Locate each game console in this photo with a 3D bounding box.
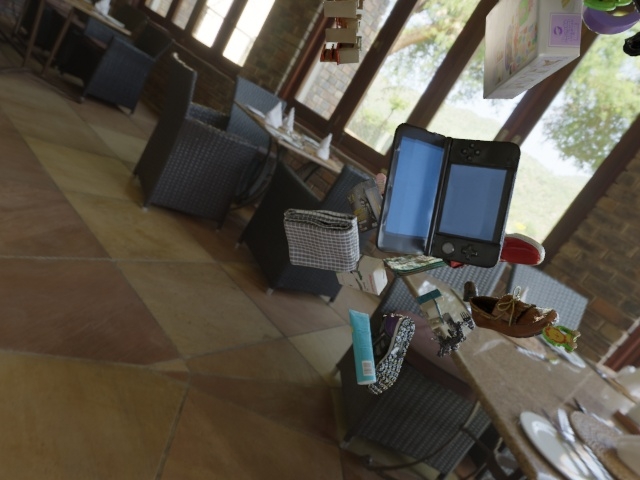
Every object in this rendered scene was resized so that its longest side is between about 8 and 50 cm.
[{"bbox_3d":[0.288,-0.096,0.946,0.250,0.293,0.173,12,7,27],"label":"game console"}]

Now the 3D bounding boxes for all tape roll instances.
[{"bbox_3d":[0.927,-0.751,1.309,0.189,0.189,0.080,35,18,11],"label":"tape roll"}]

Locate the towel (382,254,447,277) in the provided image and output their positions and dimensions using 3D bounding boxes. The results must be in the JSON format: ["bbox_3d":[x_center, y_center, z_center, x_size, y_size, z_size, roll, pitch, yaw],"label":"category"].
[{"bbox_3d":[0.493,0.086,1.943,0.369,0.040,0.271,-14,10,-4],"label":"towel"}]

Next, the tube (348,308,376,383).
[{"bbox_3d":[0.121,0.303,1.209,0.080,0.052,0.207,23,52,-40],"label":"tube"}]

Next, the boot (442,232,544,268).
[{"bbox_3d":[0.453,0.043,1.141,0.176,0.089,0.244,-27,24,-28],"label":"boot"}]

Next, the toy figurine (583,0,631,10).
[{"bbox_3d":[0.685,-0.641,0.967,0.130,0.159,0.173,26,52,20],"label":"toy figurine"}]

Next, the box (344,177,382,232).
[{"bbox_3d":[0.184,-0.133,1.671,0.183,0.056,0.231,67,-13,-1],"label":"box"}]

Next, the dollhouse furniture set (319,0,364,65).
[{"bbox_3d":[0.058,-0.681,1.291,0.135,0.259,0.262,5,55,9],"label":"dollhouse furniture set"}]

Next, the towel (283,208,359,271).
[{"bbox_3d":[0.000,0.000,1.592,0.283,0.235,0.121,8,48,18],"label":"towel"}]

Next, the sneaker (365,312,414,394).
[{"bbox_3d":[0.215,0.386,1.454,0.124,0.283,0.107,7,-30,51],"label":"sneaker"}]

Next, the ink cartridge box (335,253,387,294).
[{"bbox_3d":[0.184,0.148,1.949,0.219,0.093,0.160,14,-40,33],"label":"ink cartridge box"}]

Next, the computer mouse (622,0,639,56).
[{"bbox_3d":[0.623,-0.486,0.768,0.272,0.072,0.188,44,-20,-22],"label":"computer mouse"}]

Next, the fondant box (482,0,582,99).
[{"bbox_3d":[0.510,-0.514,1.043,0.096,0.239,0.330,2,3,2],"label":"fondant box"}]

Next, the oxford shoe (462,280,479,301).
[{"bbox_3d":[0.757,0.257,2.110,0.082,0.096,0.227,-3,-21,13],"label":"oxford shoe"}]

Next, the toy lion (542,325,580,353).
[{"bbox_3d":[0.728,0.291,1.279,0.096,0.034,0.100,31,40,25],"label":"toy lion"}]

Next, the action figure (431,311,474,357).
[{"bbox_3d":[0.546,0.396,1.787,0.141,0.164,0.275,44,33,24],"label":"action figure"}]

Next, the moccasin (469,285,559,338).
[{"bbox_3d":[0.680,0.253,1.517,0.147,0.139,0.380,62,-11,-5],"label":"moccasin"}]

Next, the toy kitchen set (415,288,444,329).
[{"bbox_3d":[0.515,0.279,1.932,0.207,0.122,0.166,-106,171,-56],"label":"toy kitchen set"}]

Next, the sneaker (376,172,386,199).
[{"bbox_3d":[0.273,-0.229,1.821,0.070,0.050,0.134,-14,89,-76],"label":"sneaker"}]
